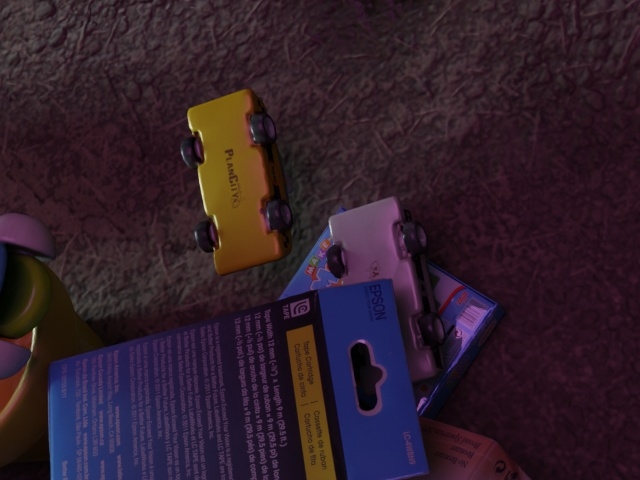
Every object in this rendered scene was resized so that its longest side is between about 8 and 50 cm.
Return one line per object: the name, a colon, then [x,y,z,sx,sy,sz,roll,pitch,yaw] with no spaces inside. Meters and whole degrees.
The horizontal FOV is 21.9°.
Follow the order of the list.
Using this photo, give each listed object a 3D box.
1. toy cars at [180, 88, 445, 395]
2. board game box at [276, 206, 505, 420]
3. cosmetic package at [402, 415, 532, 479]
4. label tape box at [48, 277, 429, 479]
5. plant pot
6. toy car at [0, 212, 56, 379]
toy cars: [0.000,0.000,1.704,0.394,0.087,0.176,38,101,25]
board game box: [0.061,0.083,1.716,0.211,0.039,0.160,33,87,28]
cosmetic package: [0.067,0.319,1.520,0.153,0.129,0.296,10,59,51]
label tape box: [-0.075,0.191,1.547,0.348,0.115,0.249,-14,45,5]
plant pot: [-0.346,0.136,1.755,0.254,0.239,0.254,-7,70,20]
toy car: [-0.349,0.040,1.576,0.182,0.136,0.159,8,76,24]
